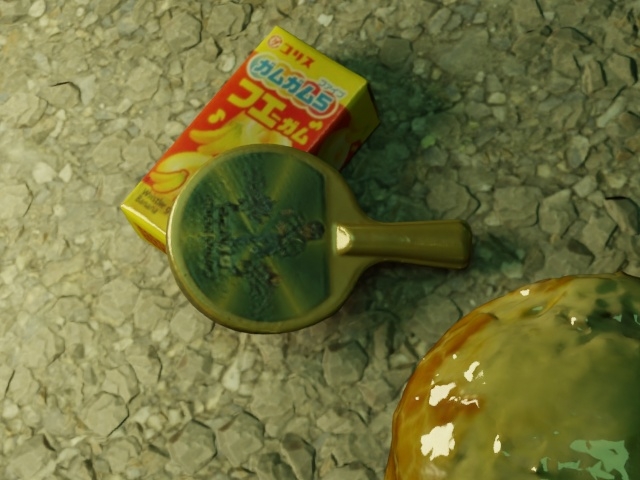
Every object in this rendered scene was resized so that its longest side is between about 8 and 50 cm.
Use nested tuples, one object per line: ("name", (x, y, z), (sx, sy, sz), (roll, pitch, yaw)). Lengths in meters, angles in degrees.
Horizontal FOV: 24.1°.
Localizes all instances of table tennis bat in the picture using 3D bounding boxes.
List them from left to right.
("table tennis bat", (0.000, 0.000, 1.558), (0.320, 0.050, 0.198), (2, 81, -6))

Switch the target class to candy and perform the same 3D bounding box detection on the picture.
("candy", (-0.073, -0.087, 1.643), (0.146, 0.088, 0.276), (35, 76, 25))

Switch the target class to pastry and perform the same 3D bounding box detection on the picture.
("pastry", (0.213, 0.212, 1.290), (0.312, 0.388, 0.388), (7, 66, 34))
